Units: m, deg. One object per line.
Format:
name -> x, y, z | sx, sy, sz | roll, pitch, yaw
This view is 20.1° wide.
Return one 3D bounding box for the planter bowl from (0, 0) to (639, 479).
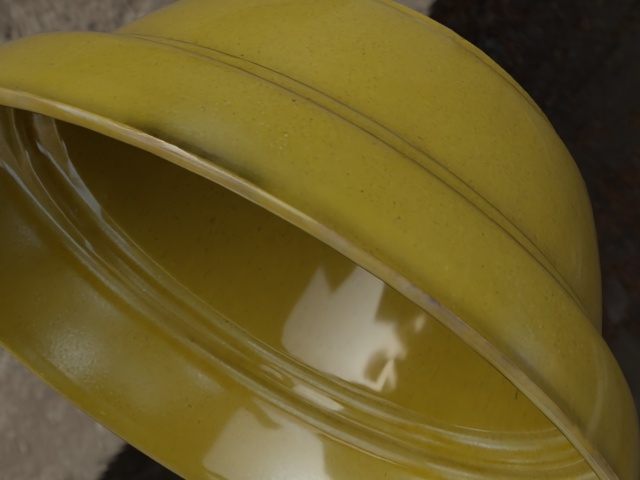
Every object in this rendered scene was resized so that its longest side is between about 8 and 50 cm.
planter bowl -> 0.000, 0.000, 0.453 | 0.217, 0.217, 0.090 | 48, 62, -34
